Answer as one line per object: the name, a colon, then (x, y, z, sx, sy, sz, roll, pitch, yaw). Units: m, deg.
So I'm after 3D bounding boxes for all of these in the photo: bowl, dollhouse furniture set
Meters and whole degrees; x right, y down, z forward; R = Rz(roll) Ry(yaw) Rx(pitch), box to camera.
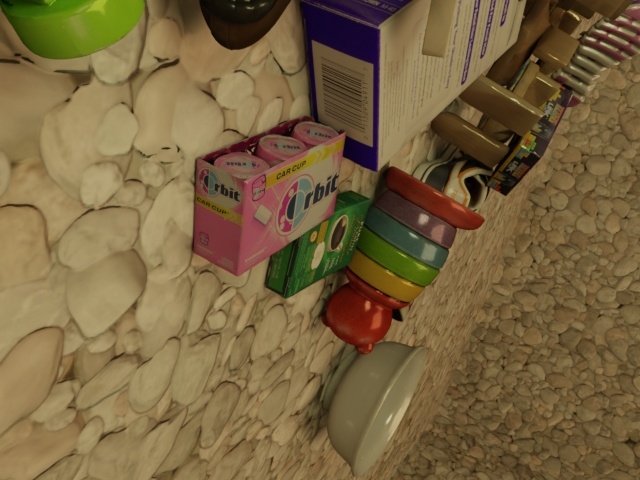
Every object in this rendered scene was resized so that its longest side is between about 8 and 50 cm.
bowl: (0.097, 0.326, 1.197, 0.298, 0.134, 0.298, -47, 152, -35)
dollhouse furniture set: (0.328, -0.395, 0.948, 0.362, 0.256, 0.394, -56, 176, -17)

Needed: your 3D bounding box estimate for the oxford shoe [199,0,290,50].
oxford shoe: (-0.034, -0.249, 0.445, 0.227, 0.082, 0.096, -63, -177, -15)

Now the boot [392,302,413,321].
boot: (0.185, 0.053, 1.176, 0.176, 0.088, 0.244, -58, 164, -16)

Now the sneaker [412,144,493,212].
sneaker: (0.295, -0.123, 1.180, 0.321, 0.127, 0.126, -36, 143, -50)

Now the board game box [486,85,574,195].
board game box: (0.385, -0.185, 1.051, 0.170, 0.048, 0.141, -56, 175, -24)

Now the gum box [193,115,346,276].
gum box: (-0.046, -0.055, 0.605, 0.188, 0.062, 0.107, -35, 144, -48)

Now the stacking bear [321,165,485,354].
stacking bear: (0.111, 0.042, 0.930, 0.289, 0.175, 0.164, -60, 160, 9)

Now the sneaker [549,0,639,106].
sneaker: (0.511, -0.357, 1.049, 0.105, 0.095, 0.236, -61, -175, -30)

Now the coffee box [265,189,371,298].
coffee box: (0.000, 0.000, 0.785, 0.184, 0.040, 0.113, -26, 136, -55)

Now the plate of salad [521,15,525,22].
plate of salad: (0.494, -0.534, 1.278, 0.200, 0.048, 0.200, -47, 152, -36)

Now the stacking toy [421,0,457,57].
stacking toy: (0.071, -0.330, 0.444, 0.279, 0.130, 0.309, 83, 20, -68)

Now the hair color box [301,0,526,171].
hair color box: (0.128, -0.260, 0.680, 0.339, 0.110, 0.185, -42, 149, -27)

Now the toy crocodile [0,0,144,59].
toy crocodile: (-0.114, -0.205, 0.286, 0.341, 0.105, 0.115, -59, 156, -25)
